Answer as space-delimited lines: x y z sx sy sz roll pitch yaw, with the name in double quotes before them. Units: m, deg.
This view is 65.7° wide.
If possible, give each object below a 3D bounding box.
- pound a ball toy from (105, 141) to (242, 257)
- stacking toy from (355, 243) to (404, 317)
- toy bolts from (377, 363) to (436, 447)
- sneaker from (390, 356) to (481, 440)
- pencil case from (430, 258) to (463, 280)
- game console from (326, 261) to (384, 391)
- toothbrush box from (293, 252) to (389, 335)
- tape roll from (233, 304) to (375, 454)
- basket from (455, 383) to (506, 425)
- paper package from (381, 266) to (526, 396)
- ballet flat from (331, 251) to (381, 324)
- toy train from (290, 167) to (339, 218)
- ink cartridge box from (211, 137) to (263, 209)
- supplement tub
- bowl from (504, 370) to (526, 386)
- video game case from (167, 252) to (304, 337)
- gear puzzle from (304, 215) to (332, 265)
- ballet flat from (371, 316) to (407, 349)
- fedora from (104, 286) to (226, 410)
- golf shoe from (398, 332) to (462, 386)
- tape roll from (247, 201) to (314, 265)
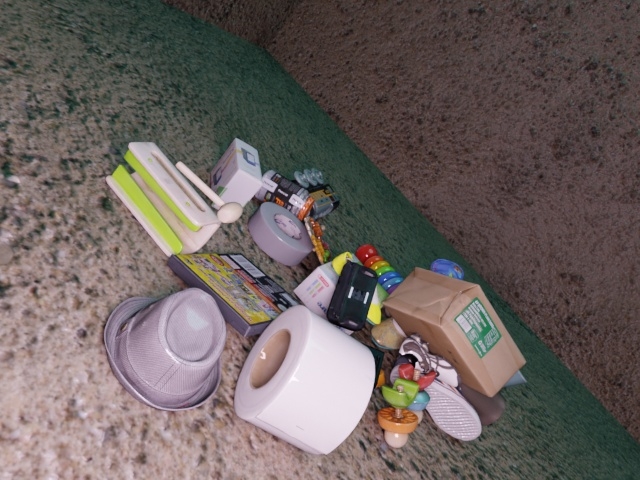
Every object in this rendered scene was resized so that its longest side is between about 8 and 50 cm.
"pound a ball toy" -0.336 -0.112 1.202 0.319 0.208 0.136 47 22 9
"stacking toy" 0.237 0.136 1.878 0.141 0.141 0.330 22 26 -43
"toy bolts" 0.193 0.430 1.323 0.218 0.158 0.229 10 7 41
"sneaker" 0.358 0.458 1.501 0.321 0.126 0.127 42 28 -2
"pencil case" 0.417 0.217 1.823 0.120 0.306 0.133 27 37 17
"game console" 0.077 0.214 1.285 0.213 0.044 0.361 24 55 -3
"toothbrush box" 0.078 0.169 1.537 0.206 0.122 0.283 49 24 12
"tape roll" -0.035 0.273 0.988 0.169 0.246 0.246 37 23 -20
"basket" 0.493 0.492 1.648 0.227 0.154 0.204 47 49 -9
"paper package" 0.391 0.266 1.474 0.324 0.168 0.309 53 -17 -22
"ballet flat" 0.115 0.129 1.410 0.077 0.077 0.231 5 45 -57
"toy train" -0.044 -0.172 1.931 0.190 0.142 0.334 55 23 2
"ink cartridge box" -0.266 -0.198 1.549 0.093 0.154 0.212 30 27 -29
"supplement tub" -0.122 -0.153 1.721 0.191 0.117 0.117 31 21 5
"bowl" 0.618 0.441 1.885 0.311 0.163 0.311 51 12 -15
"video game case" -0.189 0.118 1.187 0.275 0.035 0.248 37 17 25
"gear puzzle" 0.000 0.000 1.606 0.339 0.044 0.175 -59 127 -85
"ballet flat" 0.308 0.297 1.678 0.349 0.123 0.123 11 39 -44
"fedora" -0.262 0.176 0.927 0.244 0.124 0.275 39 22 -13
"golf shoe" 0.309 0.364 1.427 0.198 0.077 0.094 39 53 16
"tape roll" -0.125 -0.022 1.589 0.219 0.072 0.219 36 22 -18
